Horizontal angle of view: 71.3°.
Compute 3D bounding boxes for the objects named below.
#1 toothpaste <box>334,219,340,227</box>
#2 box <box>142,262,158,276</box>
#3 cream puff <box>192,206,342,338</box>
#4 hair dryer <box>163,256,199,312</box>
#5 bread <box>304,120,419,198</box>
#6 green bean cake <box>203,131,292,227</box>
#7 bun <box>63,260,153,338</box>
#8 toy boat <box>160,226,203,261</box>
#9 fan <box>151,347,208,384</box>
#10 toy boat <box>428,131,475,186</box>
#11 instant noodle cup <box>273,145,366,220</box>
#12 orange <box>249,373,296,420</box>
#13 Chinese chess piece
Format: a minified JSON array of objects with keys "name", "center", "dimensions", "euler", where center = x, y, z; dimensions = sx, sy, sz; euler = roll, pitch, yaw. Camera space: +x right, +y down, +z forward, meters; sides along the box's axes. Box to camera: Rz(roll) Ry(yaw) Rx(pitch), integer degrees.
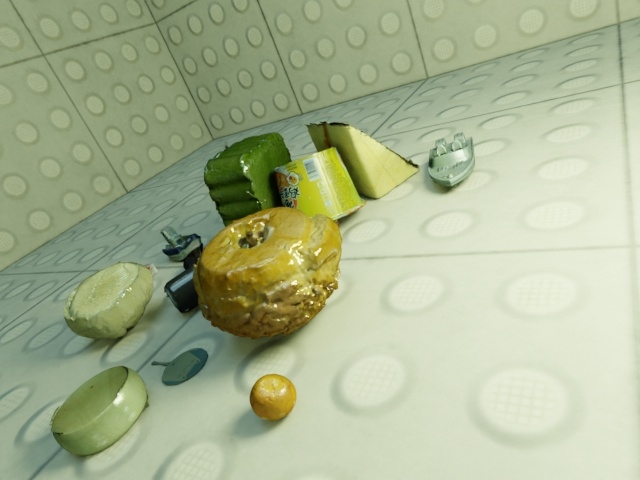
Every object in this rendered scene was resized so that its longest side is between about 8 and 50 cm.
[{"name":"toothpaste","center":[0.000,0.000,1.291],"dimensions":[0.047,0.040,0.196],"euler":[-6,29,30]},{"name":"box","center":[-0.700,0.131,1.632],"dimensions":[0.218,0.040,0.055],"euler":[-12,26,23]},{"name":"cream puff","center":[-0.106,0.079,0.990],"dimensions":[0.342,0.231,0.327],"euler":[-20,27,-3]},{"name":"hair dryer","center":[-0.395,0.107,1.377],"dimensions":[0.189,0.107,0.352],"euler":[-34,19,-18]},{"name":"bread","center":[0.128,-0.318,1.490],"dimensions":[0.242,0.405,0.345],"euler":[-42,41,-15]},{"name":"green bean cake","center":[-0.219,-0.169,1.466],"dimensions":[0.218,0.335,0.319],"euler":[-10,23,25]},{"name":"bun","center":[-0.604,0.188,1.301],"dimensions":[0.259,0.152,0.259],"euler":[-14,38,12]},{"name":"toy boat","center":[-0.514,0.005,1.632],"dimensions":[0.262,0.115,0.114],"euler":[3,36,44]},{"name":"fan","center":[-0.337,0.290,1.038],"dimensions":[0.175,0.005,0.113],"euler":[-6,30,33]},{"name":"toy boat","center":[0.401,-0.243,1.368],"dimensions":[0.141,0.092,0.319],"euler":[-14,27,24]},{"name":"instant noodle cup","center":[-0.018,-0.159,1.367],"dimensions":[0.264,0.200,0.264],"euler":[-20,9,4]},{"name":"orange","center":[-0.083,0.273,0.776],"dimensions":[0.083,0.070,0.083],"euler":[-5,33,4]},{"name":"Chinese chess piece","center":[-0.458,0.352,0.934],"dimensions":[0.188,0.083,0.188],"euler":[-22,26,11]}]
